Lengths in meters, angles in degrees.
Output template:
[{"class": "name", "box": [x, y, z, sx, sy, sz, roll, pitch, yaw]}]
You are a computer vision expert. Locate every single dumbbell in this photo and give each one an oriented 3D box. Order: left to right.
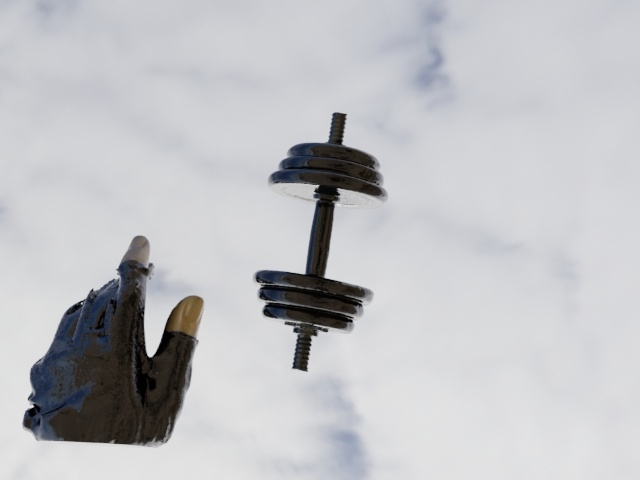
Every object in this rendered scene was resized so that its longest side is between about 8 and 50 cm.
[{"class": "dumbbell", "box": [0.000, 0.000, 0.907, 0.099, 0.099, 0.209, 12, -98, -24]}]

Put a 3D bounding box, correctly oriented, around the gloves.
[{"class": "gloves", "box": [-0.174, 0.080, 0.955, 0.106, 0.129, 0.181, 16, -109, -46]}]
